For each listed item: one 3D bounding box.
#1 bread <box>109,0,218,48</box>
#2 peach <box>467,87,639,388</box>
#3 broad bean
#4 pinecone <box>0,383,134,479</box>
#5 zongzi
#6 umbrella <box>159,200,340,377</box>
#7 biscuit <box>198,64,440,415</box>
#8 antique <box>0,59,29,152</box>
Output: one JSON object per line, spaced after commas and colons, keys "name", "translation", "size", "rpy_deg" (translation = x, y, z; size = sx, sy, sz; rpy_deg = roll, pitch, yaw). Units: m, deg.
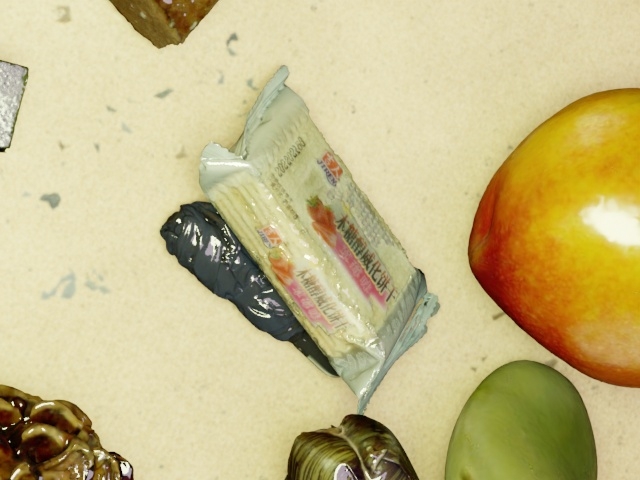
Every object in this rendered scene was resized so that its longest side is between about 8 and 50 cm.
{"name": "bread", "translation": [-0.219, -0.376, 1.318], "size": [0.165, 0.113, 0.416], "rpy_deg": [-46, 111, -13]}
{"name": "peach", "translation": [0.311, -0.002, 1.493], "size": [0.332, 0.308, 0.308], "rpy_deg": [-2, 95, -8]}
{"name": "broad bean", "translation": [0.207, 0.235, 1.521], "size": [0.189, 0.121, 0.263], "rpy_deg": [45, 35, -15]}
{"name": "pinecone", "translation": [-0.266, 0.237, 1.271], "size": [0.243, 0.257, 0.243], "rpy_deg": [23, 60, -47]}
{"name": "zongzi", "translation": [-0.023, 0.345, 1.423], "size": [0.317, 0.154, 0.289], "rpy_deg": [-31, 118, -9]}
{"name": "umbrella", "translation": [-0.054, 0.057, 1.447], "size": [0.248, 0.071, 0.071], "rpy_deg": [46, 76, -19]}
{"name": "biscuit", "translation": [0.002, -0.002, 1.440], "size": [0.309, 0.079, 0.186], "rpy_deg": [55, 40, -15]}
{"name": "antique", "translation": [-0.374, -0.141, 1.286], "size": [0.221, 0.080, 0.081], "rpy_deg": [15, 87, -23]}
